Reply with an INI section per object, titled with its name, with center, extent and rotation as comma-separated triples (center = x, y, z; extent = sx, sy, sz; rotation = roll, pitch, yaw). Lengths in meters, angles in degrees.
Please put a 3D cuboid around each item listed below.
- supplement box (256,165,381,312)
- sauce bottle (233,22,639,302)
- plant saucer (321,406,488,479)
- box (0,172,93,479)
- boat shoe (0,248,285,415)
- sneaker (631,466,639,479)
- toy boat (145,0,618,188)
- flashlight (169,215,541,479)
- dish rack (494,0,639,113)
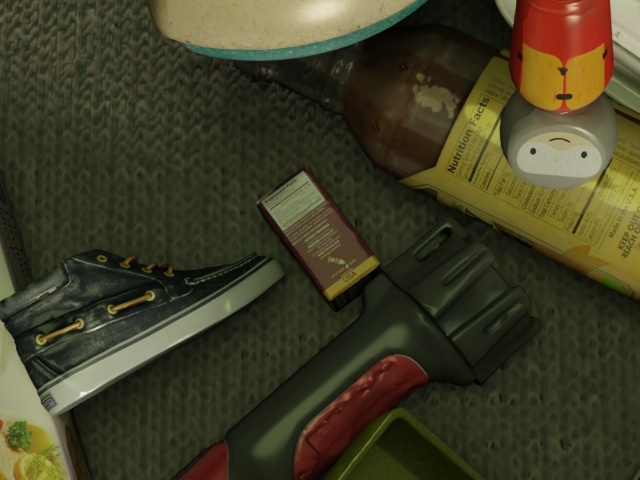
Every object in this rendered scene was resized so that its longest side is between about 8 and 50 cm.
[supplement box]
center = 0.000, 0.000, 0.996
extent = 0.043, 0.055, 0.083
rotation = -36, 78, -3
[sauce bottle]
center = 0.108, -0.070, 0.974
extent = 0.344, 0.111, 0.111
rotation = 28, 83, 12
[plant saucer]
center = 0.032, 0.210, 0.917
extent = 0.188, 0.188, 0.045
rotation = -51, 35, -6
[box]
center = -0.205, 0.100, 0.989
extent = 0.063, 0.067, 0.324
rotation = -19, 77, 0
[boat shoe]
center = -0.114, 0.033, 0.968
extent = 0.183, 0.065, 0.083
rotation = -28, 86, -25
[sneaker]
center = 0.336, 0.126, 0.898
extent = 0.295, 0.147, 0.105
rotation = -16, 77, 0
[toy boat]
center = 0.048, -0.155, 0.892
extent = 0.267, 0.148, 0.318
rotation = -36, 55, -21
[flashlight]
center = 0.007, 0.127, 0.954
extent = 0.304, 0.103, 0.103
rotation = -39, 45, -7
[dish rack]
center = 0.308, -0.184, 0.970
extent = 0.333, 0.072, 0.285
rotation = 34, 83, 1
